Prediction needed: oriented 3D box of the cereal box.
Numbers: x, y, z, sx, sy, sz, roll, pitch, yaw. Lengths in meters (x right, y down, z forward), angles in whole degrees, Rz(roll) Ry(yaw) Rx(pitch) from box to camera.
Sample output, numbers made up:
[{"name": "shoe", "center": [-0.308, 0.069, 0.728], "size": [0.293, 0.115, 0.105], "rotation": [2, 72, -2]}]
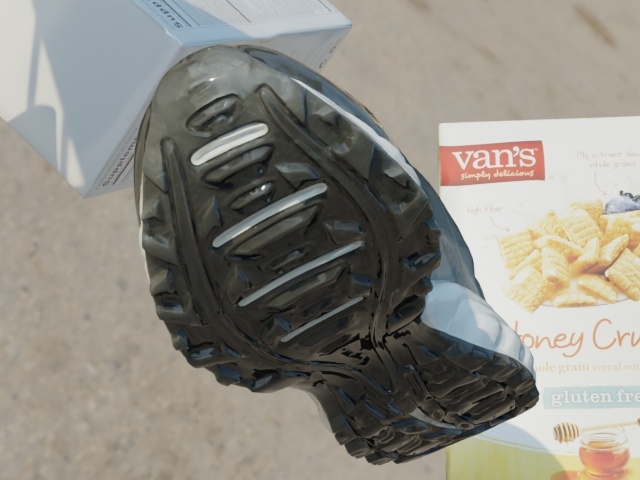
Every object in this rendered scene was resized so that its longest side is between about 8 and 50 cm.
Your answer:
[{"name": "cereal box", "center": [0.154, 0.042, 0.921], "size": [0.047, 0.173, 0.240], "rotation": [80, 9, -65]}]

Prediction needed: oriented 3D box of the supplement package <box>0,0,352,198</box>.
[{"name": "supplement package", "center": [-0.112, -0.137, 1.149], "size": [0.139, 0.134, 0.244], "rotation": [43, 26, 14]}]

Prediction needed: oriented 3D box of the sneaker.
[{"name": "sneaker", "center": [0.000, 0.000, 0.613], "size": [0.271, 0.100, 0.108], "rotation": [50, 17, -59]}]
